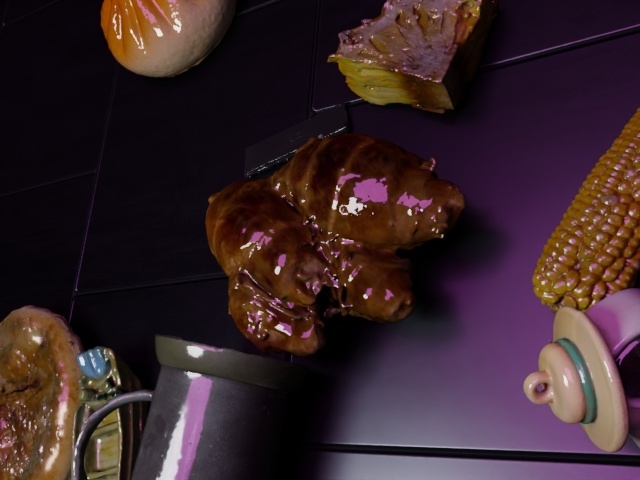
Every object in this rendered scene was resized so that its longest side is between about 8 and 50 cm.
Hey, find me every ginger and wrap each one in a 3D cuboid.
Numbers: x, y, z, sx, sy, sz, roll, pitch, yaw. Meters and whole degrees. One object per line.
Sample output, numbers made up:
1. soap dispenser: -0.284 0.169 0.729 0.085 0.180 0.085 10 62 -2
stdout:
1. ginger: 0.009 -0.007 0.882 0.357 0.152 0.274 -23 47 16

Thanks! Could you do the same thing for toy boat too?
1. toy boat: -0.320 0.303 1.059 0.111 0.084 0.276 -20 65 24

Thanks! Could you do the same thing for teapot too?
1. teapot: -0.174 0.293 0.865 0.270 0.200 0.337 12 78 0

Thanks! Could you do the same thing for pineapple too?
1. pineapple: 0.136 -0.258 0.947 0.236 0.114 0.186 -24 59 21

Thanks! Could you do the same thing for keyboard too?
1. keyboard: -0.039 -0.155 1.087 0.195 0.018 0.060 -20 54 27

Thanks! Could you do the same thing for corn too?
1. corn: 0.330 -0.052 0.739 0.102 0.102 0.313 28 87 39

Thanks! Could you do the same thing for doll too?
1. doll: 0.335 0.079 0.637 0.271 0.208 0.144 -57 15 10

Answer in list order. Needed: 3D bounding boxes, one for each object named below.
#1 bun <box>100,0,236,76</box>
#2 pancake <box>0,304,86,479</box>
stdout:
1. bun: -0.295 -0.459 1.291 0.298 0.164 0.299 -12 67 30
2. pancake: -0.531 0.294 1.204 0.386 0.082 0.387 -12 68 33
